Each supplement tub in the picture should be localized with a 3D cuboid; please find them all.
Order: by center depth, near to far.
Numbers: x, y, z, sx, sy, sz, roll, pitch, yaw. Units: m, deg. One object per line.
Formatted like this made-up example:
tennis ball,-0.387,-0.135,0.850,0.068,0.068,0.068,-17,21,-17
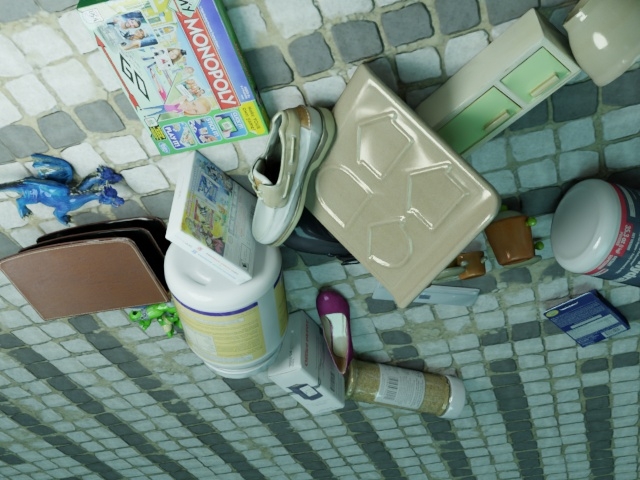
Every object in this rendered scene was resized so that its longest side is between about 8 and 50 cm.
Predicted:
supplement tub,0.626,-0.006,1.380,0.272,0.191,0.191,12,138,-14
supplement tub,-0.194,0.132,1.501,0.241,0.241,0.331,-1,140,1

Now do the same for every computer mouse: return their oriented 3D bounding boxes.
computer mouse,0.000,0.000,1.437,0.272,0.072,0.188,26,159,-22

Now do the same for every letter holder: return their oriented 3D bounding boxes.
letter holder,-0.487,0.031,1.450,0.301,0.152,0.214,-9,137,10

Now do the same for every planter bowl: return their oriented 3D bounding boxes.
planter bowl,0.440,-0.331,1.039,0.109,0.162,0.162,38,132,-2

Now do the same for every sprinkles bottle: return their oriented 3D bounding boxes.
sprinkles bottle,0.229,0.417,1.934,0.355,0.121,0.121,14,138,-15

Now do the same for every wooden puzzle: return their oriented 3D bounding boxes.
wooden puzzle,0.125,-0.093,1.231,0.080,0.348,0.322,-28,162,-43

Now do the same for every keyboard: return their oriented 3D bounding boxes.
keyboard,0.258,0.131,1.682,0.255,0.014,0.072,5,145,-6

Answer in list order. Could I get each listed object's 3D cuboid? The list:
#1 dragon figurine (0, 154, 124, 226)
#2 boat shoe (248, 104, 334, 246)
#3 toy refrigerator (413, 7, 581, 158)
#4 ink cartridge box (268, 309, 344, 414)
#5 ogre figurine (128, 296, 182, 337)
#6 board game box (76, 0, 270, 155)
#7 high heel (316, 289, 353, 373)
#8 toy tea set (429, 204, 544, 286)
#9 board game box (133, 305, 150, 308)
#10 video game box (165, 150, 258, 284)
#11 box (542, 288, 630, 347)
dragon figurine,-0.531,-0.108,1.329,0.289,0.085,0.144,16,135,-25
boat shoe,-0.081,-0.118,1.273,0.103,0.113,0.302,0,127,-34
toy refrigerator,0.292,-0.250,1.163,0.102,0.094,0.269,29,131,-29
ink cartridge box,-0.033,0.318,1.773,0.100,0.172,0.237,-19,136,21
ogre figurine,-0.359,0.173,1.656,0.118,0.097,0.197,-28,139,19
board game box,-0.233,-0.287,1.153,0.213,0.046,0.317,-9,139,12
high heel,0.036,0.229,1.710,0.082,0.117,0.244,-4,140,5
toy tea set,0.316,0.015,1.495,0.336,0.124,0.200,-14,168,10
board game box,-0.447,0.109,1.633,0.133,0.033,0.169,12,143,-22
video game box,-0.200,-0.044,1.319,0.048,0.205,0.187,-25,134,28
box,0.670,0.193,1.735,0.136,0.037,0.225,-31,132,31
